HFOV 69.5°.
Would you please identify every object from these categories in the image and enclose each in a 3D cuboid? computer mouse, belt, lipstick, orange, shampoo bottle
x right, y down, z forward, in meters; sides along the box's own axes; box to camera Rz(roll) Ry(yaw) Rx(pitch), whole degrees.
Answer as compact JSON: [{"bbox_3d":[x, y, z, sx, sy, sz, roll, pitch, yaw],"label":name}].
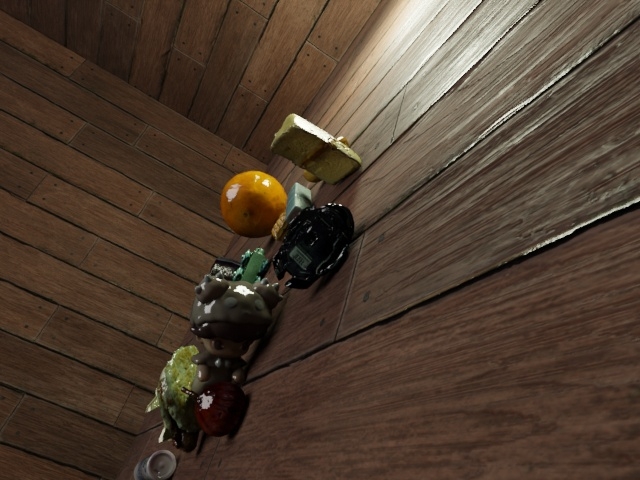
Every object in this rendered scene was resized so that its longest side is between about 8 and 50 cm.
[{"bbox_3d":[-0.011,0.014,1.046,0.241,0.146,0.077,-47,-10,17],"label":"computer mouse"},{"bbox_3d":[-0.411,0.165,1.943,0.289,0.164,0.184,-163,83,-85],"label":"belt"},{"bbox_3d":[-0.076,-0.125,1.606,0.077,0.076,0.289,-57,15,18],"label":"lipstick"},{"bbox_3d":[-0.278,-0.147,1.916,0.284,0.284,0.226,-55,9,22],"label":"orange"},{"bbox_3d":[-0.563,0.768,1.544,0.303,0.092,0.092,-45,21,48],"label":"shampoo bottle"}]

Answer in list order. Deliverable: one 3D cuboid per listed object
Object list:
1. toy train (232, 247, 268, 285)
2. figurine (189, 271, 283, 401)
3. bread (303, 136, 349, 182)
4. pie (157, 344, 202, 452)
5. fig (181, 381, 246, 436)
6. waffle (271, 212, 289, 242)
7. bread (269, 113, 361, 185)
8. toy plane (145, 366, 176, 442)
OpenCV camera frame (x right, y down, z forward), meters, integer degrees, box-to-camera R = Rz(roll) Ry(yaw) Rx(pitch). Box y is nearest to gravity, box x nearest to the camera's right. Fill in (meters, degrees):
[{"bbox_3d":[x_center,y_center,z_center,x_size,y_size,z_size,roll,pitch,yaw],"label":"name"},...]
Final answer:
[{"bbox_3d":[-0.272,0.127,1.753,0.197,0.107,0.154,-68,9,-26],"label":"toy train"},{"bbox_3d":[-0.261,0.266,1.277,0.203,0.248,0.380,44,120,59],"label":"figurine"},{"bbox_3d":[0.023,-0.260,1.534,0.092,0.074,0.239,-50,10,-26],"label":"bread"},{"bbox_3d":[-0.392,0.444,1.359,0.106,0.257,0.274,-13,16,5],"label":"pie"},{"bbox_3d":[-0.248,0.394,1.123,0.128,0.150,0.128,-29,-9,-5],"label":"fig"},{"bbox_3d":[-0.145,-0.053,1.770,0.102,0.042,0.148,-58,15,4],"label":"waffle"},{"bbox_3d":[-0.017,-0.242,1.299,0.135,0.240,0.178,-57,14,14],"label":"bread"},{"bbox_3d":[-0.469,0.514,1.454,0.104,0.242,0.256,-15,53,11],"label":"toy plane"}]
